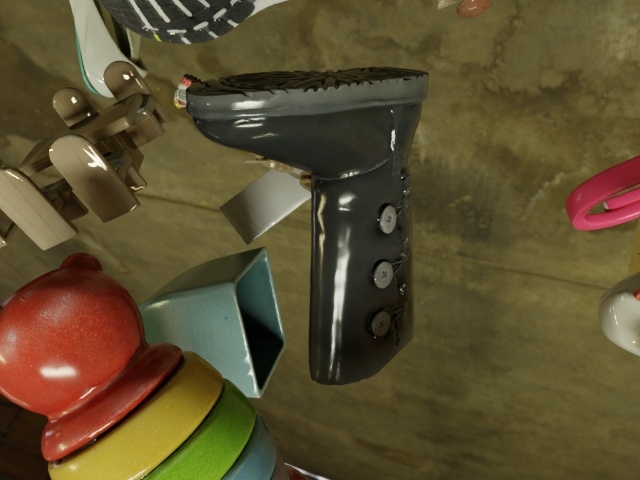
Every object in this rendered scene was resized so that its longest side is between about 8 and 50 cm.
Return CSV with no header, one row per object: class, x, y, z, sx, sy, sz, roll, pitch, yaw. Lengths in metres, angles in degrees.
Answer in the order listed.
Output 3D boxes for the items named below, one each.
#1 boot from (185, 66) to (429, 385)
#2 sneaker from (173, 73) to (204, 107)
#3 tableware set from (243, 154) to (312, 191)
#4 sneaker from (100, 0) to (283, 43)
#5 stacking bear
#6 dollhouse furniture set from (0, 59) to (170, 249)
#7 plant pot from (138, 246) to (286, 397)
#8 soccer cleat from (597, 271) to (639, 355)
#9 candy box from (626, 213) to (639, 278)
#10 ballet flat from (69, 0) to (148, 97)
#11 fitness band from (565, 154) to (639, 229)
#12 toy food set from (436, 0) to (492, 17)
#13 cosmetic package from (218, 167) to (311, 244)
boot,0.002,0.000,0.776,0.146,0.367,0.445,29,124,46
sneaker,-0.279,-0.339,1.452,0.225,0.088,0.092,28,110,-31
tableware set,-0.046,-0.125,1.068,0.194,0.039,0.128,28,166,-30
sneaker,-0.098,-0.310,0.601,0.300,0.121,0.111,-15,154,6
stacking bear,-0.137,0.149,0.430,0.164,0.175,0.289,-23,105,50
dollhouse furniture set,-0.314,-0.110,0.596,0.242,0.212,0.161,-23,125,11
plant pot,-0.240,0.175,1.188,0.252,0.247,0.247,-7,104,12
soccer cleat,0.251,0.029,0.289,0.196,0.068,0.076,-6,180,19
candy box,0.367,-0.015,0.514,0.088,0.316,0.183,0,138,42
ballet flat,-0.412,-0.475,1.037,0.139,0.139,0.400,-7,101,40
fitness band,0.586,-0.104,0.991,0.291,0.054,0.209,-25,154,21
toy food set,0.223,-0.360,0.752,0.128,0.071,0.218,-16,171,11
cosmetic package,-0.133,-0.107,1.455,0.127,0.238,0.107,55,178,-5
